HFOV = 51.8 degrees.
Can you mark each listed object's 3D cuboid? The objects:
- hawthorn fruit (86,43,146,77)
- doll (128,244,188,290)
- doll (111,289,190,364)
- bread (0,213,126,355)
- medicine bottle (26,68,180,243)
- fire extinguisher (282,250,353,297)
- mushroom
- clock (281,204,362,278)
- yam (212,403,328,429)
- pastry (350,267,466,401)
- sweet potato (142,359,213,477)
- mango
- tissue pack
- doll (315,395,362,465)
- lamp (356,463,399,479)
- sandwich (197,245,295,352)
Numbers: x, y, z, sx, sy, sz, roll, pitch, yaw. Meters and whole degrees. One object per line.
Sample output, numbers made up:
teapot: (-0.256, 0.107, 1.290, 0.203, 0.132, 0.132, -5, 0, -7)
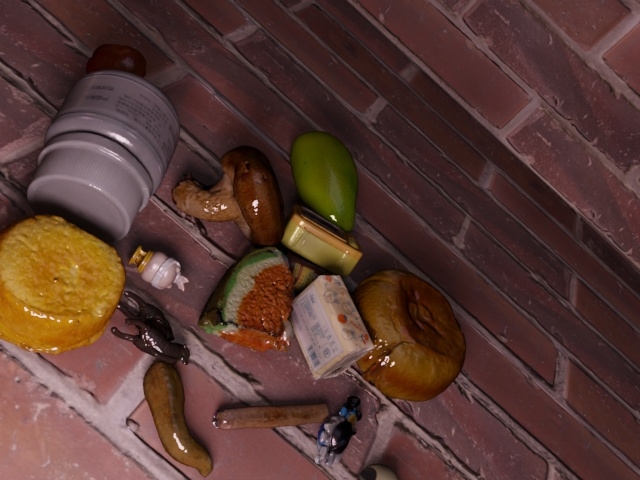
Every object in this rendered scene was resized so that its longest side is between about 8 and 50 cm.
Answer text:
hawthorn fruit: (-0.503, -0.424, 1.629, 0.137, 0.133, 0.133, 16, 45, -20)
doll: (-0.333, 0.060, 1.380, 0.127, 0.073, 0.084, 33, 7, -11)
doll: (-0.319, 0.178, 1.263, 0.165, 0.057, 0.139, 36, 10, -23)
bread: (-0.476, 0.077, 1.166, 0.268, 0.145, 0.269, 22, 47, -25)
medicine bottle: (-0.440, -0.171, 1.350, 0.245, 0.245, 0.306, 28, 49, -20)
fire extinguisher: (0.005, 0.098, 1.641, 0.252, 0.075, 0.106, 27, 49, -21)
mushroom: (-0.180, -0.089, 1.567, 0.267, 0.254, 0.267, 44, 30, -35)
clock: (0.000, 0.000, 1.678, 0.202, 0.096, 0.143, 29, 15, -12)
yam: (-0.096, 0.355, 1.332, 0.263, 0.046, 0.046, 7, 50, -38)
pastry: (0.210, 0.231, 1.636, 0.355, 0.164, 0.356, 23, 44, -24)
sweet potato: (-0.265, 0.324, 1.199, 0.081, 0.062, 0.233, -7, 63, -47)
mango: (0.021, -0.161, 1.843, 0.192, 0.156, 0.343, 3, 57, -28)
tissue pack: (0.018, 0.196, 1.505, 0.092, 0.148, 0.196, 1, 55, -46)
doll: (0.037, 0.404, 1.387, 0.195, 0.070, 0.096, -39, 121, -56)
lamp: (0.145, 0.530, 1.370, 0.163, 0.091, 0.091, 44, 34, -28)
sandwich: (-0.145, 0.137, 1.452, 0.212, 0.109, 0.292, 35, 40, -22)
